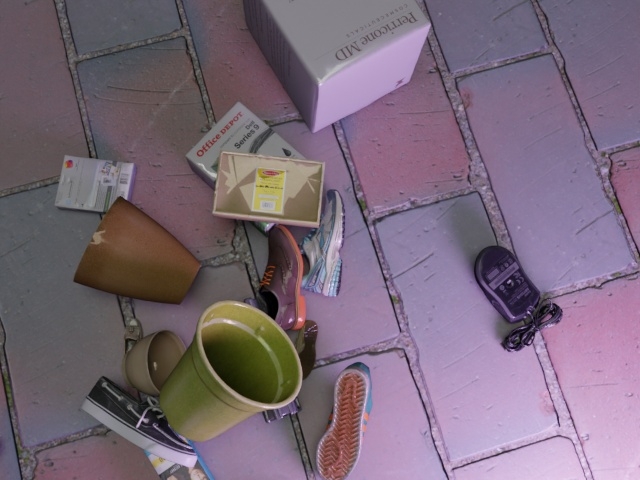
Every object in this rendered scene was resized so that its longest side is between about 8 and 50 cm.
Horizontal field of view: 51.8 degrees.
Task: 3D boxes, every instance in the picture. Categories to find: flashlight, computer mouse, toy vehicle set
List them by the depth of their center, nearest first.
[{"bbox_3d":[-0.152,0.296,1.639,0.103,0.103,0.304,-23,79,20],"label":"flashlight"},{"bbox_3d":[-0.127,-0.128,1.641,0.267,0.035,0.165,7,79,-1],"label":"toy vehicle set"},{"bbox_3d":[0.485,0.138,1.714,0.188,0.072,0.272,-33,93,-11],"label":"computer mouse"}]

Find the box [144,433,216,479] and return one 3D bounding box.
[{"bbox_3d":[-0.357,0.520,1.600,0.101,0.060,0.244,-34,80,-8],"label":"box"}]

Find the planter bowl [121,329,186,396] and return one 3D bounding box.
[{"bbox_3d":[-0.413,0.306,1.611,0.109,0.162,0.162,-13,77,23],"label":"planter bowl"}]

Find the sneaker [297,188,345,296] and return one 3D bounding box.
[{"bbox_3d":[0.000,0.000,1.706,0.122,0.110,0.283,4,77,3],"label":"sneaker"}]

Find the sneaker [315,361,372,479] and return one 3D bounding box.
[{"bbox_3d":[0.072,0.444,1.613,0.108,0.121,0.302,17,99,18],"label":"sneaker"}]

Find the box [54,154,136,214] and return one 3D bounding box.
[{"bbox_3d":[-0.597,-0.145,1.754,0.186,0.038,0.145,6,77,-1],"label":"box"}]

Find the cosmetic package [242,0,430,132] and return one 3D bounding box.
[{"bbox_3d":[0.025,-0.565,1.721,0.329,0.327,0.393,-30,81,-8],"label":"cosmetic package"}]

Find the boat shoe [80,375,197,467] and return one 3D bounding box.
[{"bbox_3d":[-0.406,0.417,1.535,0.306,0.113,0.105,25,75,19],"label":"boat shoe"}]

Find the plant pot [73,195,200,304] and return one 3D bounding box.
[{"bbox_3d":[-0.438,0.051,1.639,0.254,0.237,0.237,27,77,-12],"label":"plant pot"}]

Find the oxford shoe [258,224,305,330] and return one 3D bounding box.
[{"bbox_3d":[-0.105,0.092,1.662,0.098,0.097,0.271,-1,76,-38],"label":"oxford shoe"}]

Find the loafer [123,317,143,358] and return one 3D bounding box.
[{"bbox_3d":[-0.476,0.257,1.666,0.045,0.039,0.125,1,77,-1],"label":"loafer"}]

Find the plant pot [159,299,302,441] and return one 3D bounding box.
[{"bbox_3d":[-0.227,0.321,1.502,0.276,0.276,0.254,50,119,9],"label":"plant pot"}]

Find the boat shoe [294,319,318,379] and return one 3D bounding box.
[{"bbox_3d":[-0.044,0.278,1.677,0.056,0.048,0.153,10,83,-25],"label":"boat shoe"}]

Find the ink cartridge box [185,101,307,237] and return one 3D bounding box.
[{"bbox_3d":[-0.178,-0.186,1.733,0.289,0.121,0.211,41,80,7],"label":"ink cartridge box"}]
